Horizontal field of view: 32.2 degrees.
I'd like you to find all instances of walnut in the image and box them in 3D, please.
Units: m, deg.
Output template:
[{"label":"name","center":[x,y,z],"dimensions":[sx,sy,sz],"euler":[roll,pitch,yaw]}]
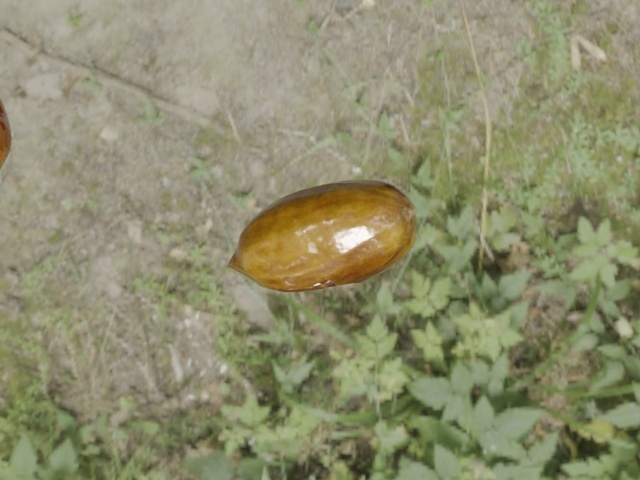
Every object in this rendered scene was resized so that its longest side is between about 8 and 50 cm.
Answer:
[{"label":"walnut","center":[0.000,0.000,1.108],"dimensions":[0.207,0.116,0.116],"euler":[-17,124,17]}]

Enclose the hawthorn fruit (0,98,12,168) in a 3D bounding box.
[{"label":"hawthorn fruit","center":[-0.316,-0.085,0.923],"dimensions":[0.128,0.128,0.128],"euler":[2,127,3]}]
